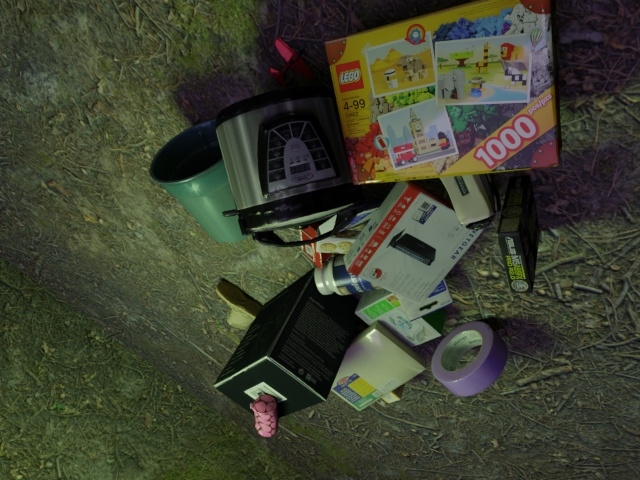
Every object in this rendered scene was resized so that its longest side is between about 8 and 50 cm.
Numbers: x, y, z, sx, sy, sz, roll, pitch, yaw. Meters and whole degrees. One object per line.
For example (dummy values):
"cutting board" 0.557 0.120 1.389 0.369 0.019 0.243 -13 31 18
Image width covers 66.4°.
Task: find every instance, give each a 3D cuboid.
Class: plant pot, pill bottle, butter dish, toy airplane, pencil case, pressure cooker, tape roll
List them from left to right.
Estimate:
"plant pot" -0.351 -0.189 1.695 0.341 0.341 0.334 2 138 27
"pencil case" -0.215 0.681 1.895 0.098 0.095 0.209 -10 133 -11
"toy airplane" -0.097 -0.517 1.443 0.151 0.028 0.151 15 136 15
"pressure cooker" -0.078 -0.194 1.407 0.369 0.375 0.421 -9 96 39
"butter dish" 0.000 0.000 1.820 0.160 0.118 0.160 38 139 53
"pill bottle" 0.120 0.119 1.802 0.264 0.153 0.153 -13 123 26
"tape roll" 0.545 0.432 1.802 0.090 0.275 0.274 43 136 -15

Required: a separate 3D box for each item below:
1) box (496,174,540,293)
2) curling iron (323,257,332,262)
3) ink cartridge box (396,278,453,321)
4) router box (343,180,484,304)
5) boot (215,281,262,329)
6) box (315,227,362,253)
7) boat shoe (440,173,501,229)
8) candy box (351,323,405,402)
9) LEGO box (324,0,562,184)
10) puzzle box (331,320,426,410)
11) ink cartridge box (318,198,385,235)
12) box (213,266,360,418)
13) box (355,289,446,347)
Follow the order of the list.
"box" 0.562 -0.021 1.373 0.060 0.270 0.216 -4 127 33
"curling iron" 0.111 0.098 1.902 0.273 0.035 0.068 3 131 26
"ink cartridge box" 0.317 0.103 1.674 0.175 0.069 0.371 -25 117 6
"router box" 0.288 0.008 1.534 0.301 0.082 0.335 25 114 -19
"boot" -0.420 0.321 2.362 0.262 0.095 0.203 35 138 -12
"box" 0.145 0.007 1.687 0.323 0.063 0.067 4 121 -4
"boat shoe" 0.415 -0.202 1.404 0.127 0.158 0.341 -17 91 35
"candy box" 0.237 0.539 2.138 0.316 0.183 0.087 42 135 -12
"LEGO box" 0.304 -0.356 1.189 0.500 0.193 0.373 -2 111 30
"puzzle box" 0.190 0.521 1.991 0.272 0.052 0.409 39 123 -11
"ink cartridge box" 0.129 -0.087 1.602 0.208 0.206 0.045 -30 81 43
"box" -0.127 0.440 2.031 0.297 0.472 0.480 39 137 -12
"box" 0.311 0.280 1.901 0.262 0.127 0.231 42 134 -13
